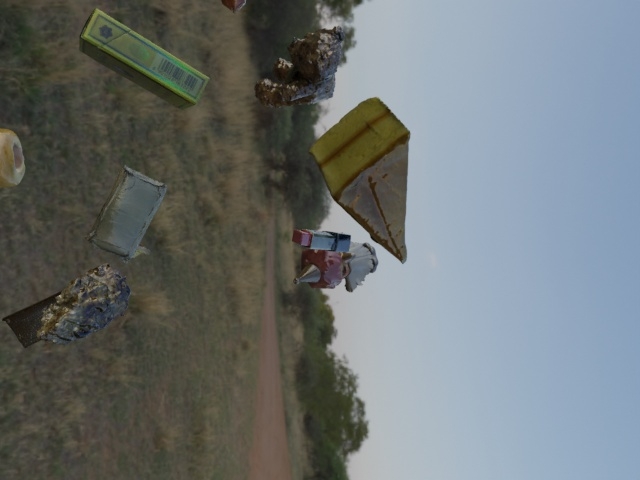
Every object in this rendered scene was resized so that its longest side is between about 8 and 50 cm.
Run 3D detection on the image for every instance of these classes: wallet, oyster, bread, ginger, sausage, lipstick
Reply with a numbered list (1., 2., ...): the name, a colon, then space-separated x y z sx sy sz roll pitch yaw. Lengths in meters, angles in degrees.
1. wallet: -0.880 0.245 1.786 0.133 0.243 0.039 67 -6 -30
2. oyster: -0.414 0.116 0.962 0.056 0.177 0.106 -2 -69 47
3. bread: -0.730 -0.179 1.167 0.085 0.173 0.134 142 -57 -74
4. ginger: -0.546 0.010 1.538 0.044 0.137 0.058 -37 -153 36
5. sausage: -0.203 -0.576 1.244 0.065 0.065 0.170 87 -10 -48
6. bread: 0.166 -0.134 1.404 0.361 0.244 0.233 44 13 -40
7. lipstick: 0.000 0.000 1.332 0.312 0.051 0.051 4 97 -68

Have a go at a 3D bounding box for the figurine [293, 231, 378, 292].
1. figurine: 0.043 0.071 1.748 0.386 0.166 0.207 -4 78 -52

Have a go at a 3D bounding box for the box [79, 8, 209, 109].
1. box: -0.329 -0.327 1.020 0.064 0.219 0.141 -62 -154 -4

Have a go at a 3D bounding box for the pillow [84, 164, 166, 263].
1. pillow: -0.443 -0.057 1.258 0.053 0.119 0.208 28 -90 50

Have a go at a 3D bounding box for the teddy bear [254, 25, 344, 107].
1. teddy bear: -0.069 -0.497 1.581 0.246 0.295 0.223 -61 151 -22
